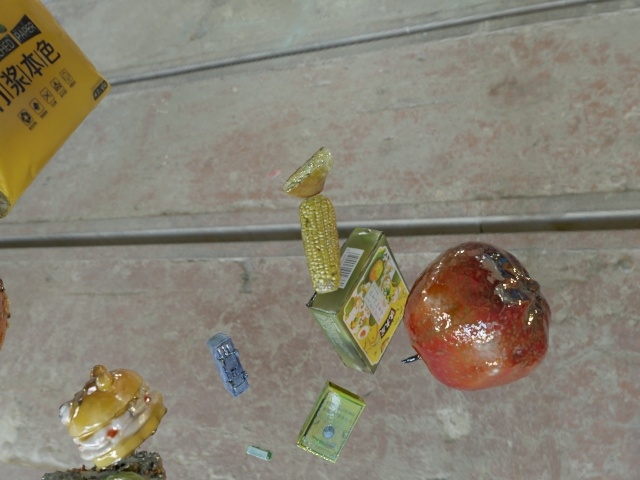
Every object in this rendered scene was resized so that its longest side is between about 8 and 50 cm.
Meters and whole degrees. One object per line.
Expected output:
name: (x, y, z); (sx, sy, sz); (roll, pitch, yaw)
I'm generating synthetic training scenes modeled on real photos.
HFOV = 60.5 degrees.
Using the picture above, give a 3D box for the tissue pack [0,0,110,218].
tissue pack: (-0.566, -0.237, 0.886); (0.228, 0.293, 0.382); (-18, 37, 25)

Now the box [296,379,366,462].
box: (0.034, 0.583, 1.767); (0.141, 0.064, 0.220); (29, 93, -7)

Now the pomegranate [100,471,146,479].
pomegranate: (-0.504, 0.669, 1.380); (0.179, 0.179, 0.210); (-54, 20, -16)

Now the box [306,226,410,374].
box: (0.158, 0.224, 2.008); (0.138, 0.420, 0.373); (9, 54, 36)

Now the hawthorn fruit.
hawthorn fruit: (0.247, 0.151, 0.975); (0.300, 0.254, 0.254); (-38, 47, 30)

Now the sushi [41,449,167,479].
sushi: (-0.677, 0.773, 1.707); (0.417, 0.417, 0.176); (-5, 80, 20)

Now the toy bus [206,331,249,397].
toy bus: (-0.322, 0.433, 1.922); (0.079, 0.236, 0.094); (-29, 33, -26)

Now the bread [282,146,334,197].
bread: (-0.035, -0.144, 1.324); (0.136, 0.154, 0.054); (-29, 63, -31)

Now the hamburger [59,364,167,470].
hamburger: (-0.613, 0.493, 1.603); (0.276, 0.237, 0.276); (-29, 13, 8)

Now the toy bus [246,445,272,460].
toy bus: (-0.198, 0.696, 1.799); (0.083, 0.037, 0.031); (4, 70, 34)

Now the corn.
corn: (0.000, 0.000, 1.669); (0.119, 0.119, 0.322); (-9, 81, 17)

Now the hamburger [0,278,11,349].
hamburger: (-0.526, 0.076, 0.671); (0.176, 0.300, 0.300); (-23, 53, 11)
